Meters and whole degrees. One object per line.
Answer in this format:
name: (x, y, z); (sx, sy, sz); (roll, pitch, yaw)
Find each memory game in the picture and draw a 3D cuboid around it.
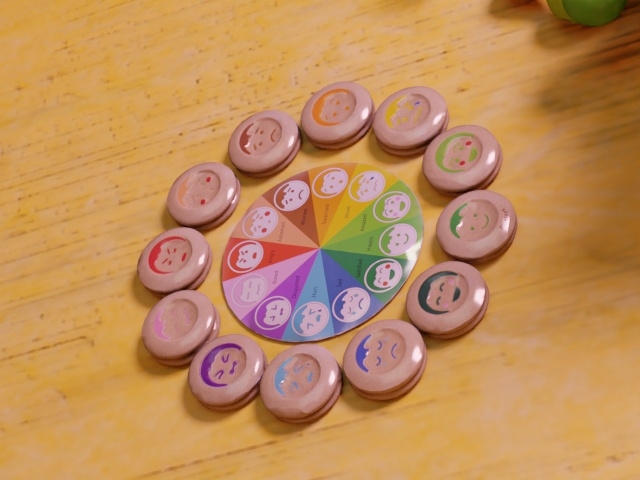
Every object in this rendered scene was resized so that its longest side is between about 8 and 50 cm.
memory game: (0.000, 0.000, 0.809); (0.186, 0.012, 0.186); (-13, 51, 17)

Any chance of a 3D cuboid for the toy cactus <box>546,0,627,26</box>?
toy cactus: (0.169, -0.165, 0.805); (0.180, 0.112, 0.219); (-38, 39, -18)
